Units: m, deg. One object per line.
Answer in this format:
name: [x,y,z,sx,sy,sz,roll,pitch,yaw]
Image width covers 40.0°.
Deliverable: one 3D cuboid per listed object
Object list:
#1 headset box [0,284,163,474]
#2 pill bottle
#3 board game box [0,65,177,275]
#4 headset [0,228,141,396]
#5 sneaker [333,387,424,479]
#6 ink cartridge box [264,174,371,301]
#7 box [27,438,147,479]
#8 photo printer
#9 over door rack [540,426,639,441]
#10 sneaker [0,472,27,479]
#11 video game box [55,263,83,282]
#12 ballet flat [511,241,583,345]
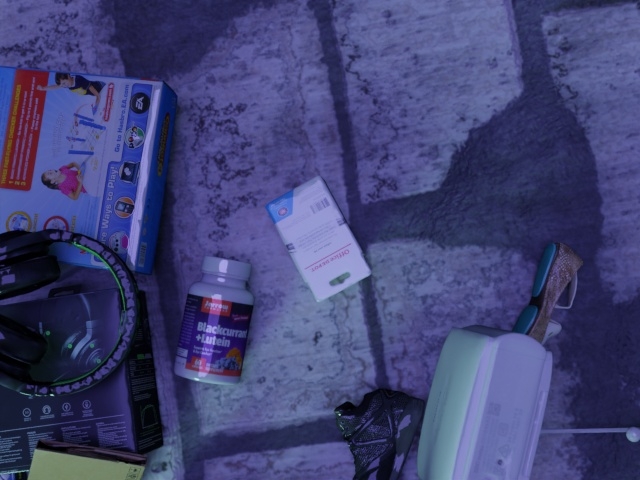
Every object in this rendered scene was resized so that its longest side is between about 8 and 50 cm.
headset box: [-0.403,0.213,1.414,0.246,0.131,0.283,-10,84,7]
pill bottle: [-0.165,0.125,1.401,0.108,0.108,0.194,9,86,8]
board game box: [-0.406,-0.113,1.420,0.301,0.086,0.308,7,85,9]
headset: [-0.468,0.097,1.323,0.394,0.185,0.244,9,85,-6]
sneaker: [0.067,0.335,1.366,0.130,0.087,0.228,19,85,11]
ink cartridge box: [0.000,0.000,1.415,0.104,0.060,0.180,-28,82,4]
box: [-0.368,0.376,1.354,0.164,0.201,0.021,13,44,-15]
photo printer: [0.218,0.247,1.238,0.107,0.307,0.256,14,87,-1]
over door rack: [0.414,0.392,1.302,0.324,0.108,0.240,-2,84,8]
sneaker: [-0.523,0.392,1.455,0.059,0.053,0.144,-14,75,5]
video game box: [-0.407,-0.058,1.481,0.205,0.048,0.187,-30,84,4]
ballet flat: [0.350,0.105,1.358,0.067,0.073,0.206,23,92,-5]
